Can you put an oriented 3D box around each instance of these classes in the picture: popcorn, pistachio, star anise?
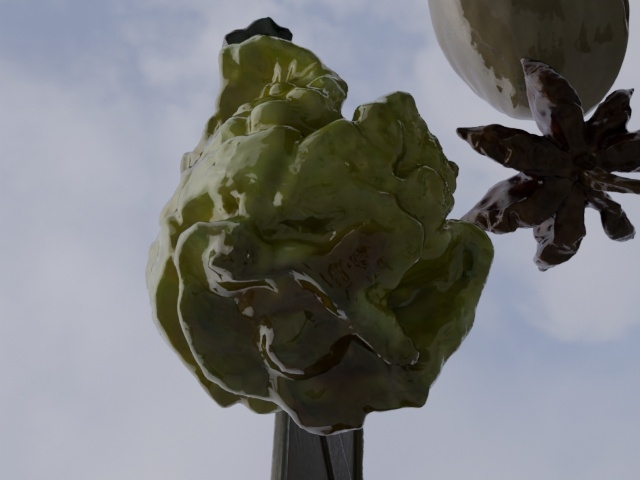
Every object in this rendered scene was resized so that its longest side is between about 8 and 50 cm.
[{"bbox_3d":[-0.001,0.005,0.750,0.293,0.237,0.292,2,-66,5],"label":"popcorn"},{"bbox_3d":[0.217,-0.258,1.009,0.166,0.197,0.287,-32,-77,-61],"label":"pistachio"},{"bbox_3d":[0.219,-0.065,0.847,0.196,0.111,0.212,47,-69,0],"label":"star anise"}]

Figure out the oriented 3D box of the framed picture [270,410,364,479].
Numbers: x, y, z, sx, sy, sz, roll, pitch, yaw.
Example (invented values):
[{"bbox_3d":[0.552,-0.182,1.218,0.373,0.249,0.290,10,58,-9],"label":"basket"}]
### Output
[{"bbox_3d":[0.003,0.211,1.105,0.192,0.018,0.265,45,-143,-46],"label":"framed picture"}]
